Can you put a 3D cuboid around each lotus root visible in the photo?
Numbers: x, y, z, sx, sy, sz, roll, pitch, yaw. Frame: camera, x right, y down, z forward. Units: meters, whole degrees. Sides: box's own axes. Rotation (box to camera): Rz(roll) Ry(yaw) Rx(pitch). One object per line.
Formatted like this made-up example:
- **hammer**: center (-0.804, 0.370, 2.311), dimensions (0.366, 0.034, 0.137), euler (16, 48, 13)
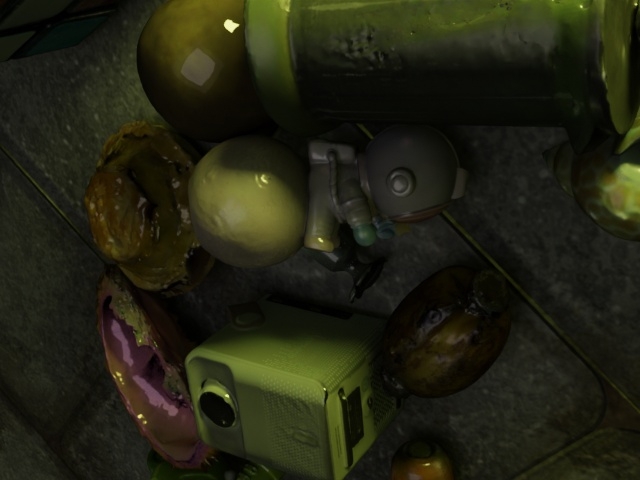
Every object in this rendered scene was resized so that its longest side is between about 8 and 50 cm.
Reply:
- **lotus root**: center (0.134, 0.106, 0.904), dimensions (0.120, 0.120, 0.209), euler (44, 127, 8)

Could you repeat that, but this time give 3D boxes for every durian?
- **durian**: center (-0.222, 0.186, 1.193), dimensions (0.341, 0.112, 0.191), euler (49, 139, 18)

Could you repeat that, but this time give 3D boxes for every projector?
- **projector**: center (-0.038, 0.176, 1.015), dimensions (0.242, 0.177, 0.164), euler (11, 118, 31)

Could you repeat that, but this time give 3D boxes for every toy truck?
- **toy truck**: center (-0.170, 0.386, 1.205), dimensions (0.210, 0.187, 0.148), euler (-3, 128, 34)

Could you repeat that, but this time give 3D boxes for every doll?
- **doll**: center (0.009, -0.055, 0.860), dimensions (0.287, 0.151, 0.151), euler (-9, 109, 11)

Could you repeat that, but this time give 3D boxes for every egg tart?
- **egg tart**: center (-0.233, -0.037, 1.079), dimensions (0.241, 0.106, 0.241), euler (9, 106, 34)

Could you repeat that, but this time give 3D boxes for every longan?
- **longan**: center (-0.099, -0.182, 0.896), dimensions (0.184, 0.159, 0.204), euler (-5, 148, 23)

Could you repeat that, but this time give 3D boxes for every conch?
- **conch**: center (0.291, -0.059, 0.719), dimensions (0.116, 0.106, 0.173), euler (32, 139, -17)

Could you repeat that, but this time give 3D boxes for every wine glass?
- **wine glass**: center (0.000, 0.000, 0.968), dimensions (0.155, 0.072, 0.072), euler (40, 129, 11)

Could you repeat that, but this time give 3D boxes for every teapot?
- **teapot**: center (0.129, -0.213, 0.711), dimensions (0.336, 0.200, 0.271), euler (7, 86, 30)

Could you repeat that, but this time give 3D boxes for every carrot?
- **carrot**: center (0.131, 0.343, 1.045), dimensions (0.087, 0.087, 0.194), euler (11, 121, 30)

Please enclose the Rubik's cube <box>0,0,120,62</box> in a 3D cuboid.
- **Rubik's cube**: center (-0.366, -0.392, 0.840), dimensions (0.358, 0.363, 0.362), euler (-25, 96, 42)
